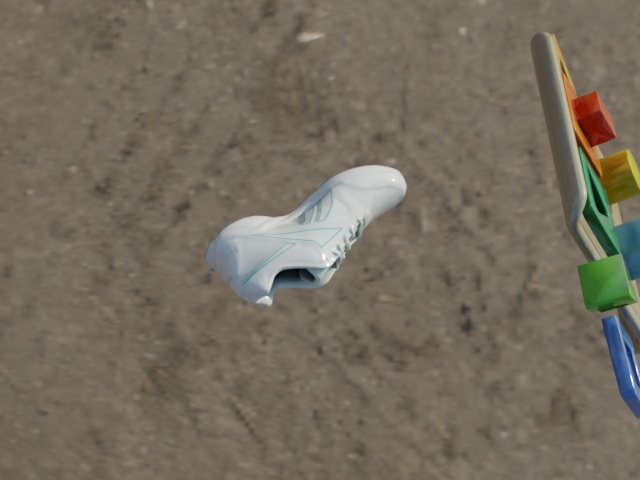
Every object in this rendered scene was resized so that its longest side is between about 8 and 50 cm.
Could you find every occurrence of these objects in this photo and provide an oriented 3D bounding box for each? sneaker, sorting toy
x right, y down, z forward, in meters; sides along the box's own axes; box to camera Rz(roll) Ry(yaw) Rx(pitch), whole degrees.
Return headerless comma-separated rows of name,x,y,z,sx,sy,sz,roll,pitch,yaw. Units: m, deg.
sneaker,0.000,0.000,1.130,0.152,0.053,0.061,-28,58,-19
sorting toy,0.213,-0.039,1.234,0.196,0.047,0.347,56,22,-47
